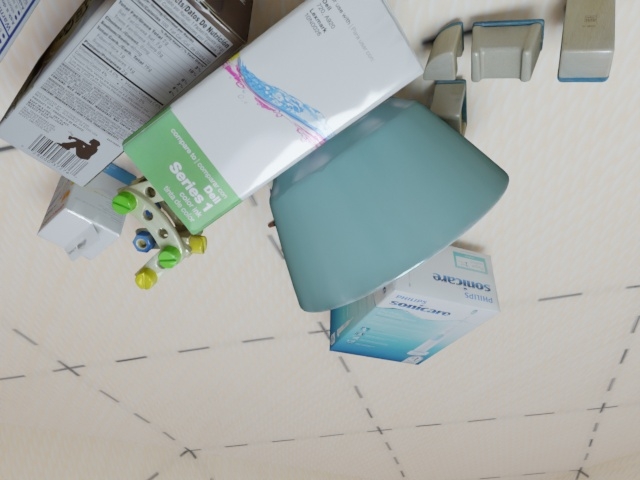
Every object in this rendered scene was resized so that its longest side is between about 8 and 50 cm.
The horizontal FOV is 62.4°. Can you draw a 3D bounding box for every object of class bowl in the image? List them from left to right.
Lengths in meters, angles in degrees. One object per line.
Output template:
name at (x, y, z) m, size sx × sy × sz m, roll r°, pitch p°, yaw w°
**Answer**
bowl at (0.058, -0.066, 0.672) m, size 0.311 × 0.311 × 0.163 m, roll -28°, pitch 100°, yaw 30°

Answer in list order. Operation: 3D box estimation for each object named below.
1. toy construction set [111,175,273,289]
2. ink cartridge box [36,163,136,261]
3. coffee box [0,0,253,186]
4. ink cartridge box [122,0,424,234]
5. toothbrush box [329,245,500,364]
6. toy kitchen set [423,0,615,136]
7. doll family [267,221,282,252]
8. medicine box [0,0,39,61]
toy construction set at (-0.157, -0.066, 0.788) m, size 0.327 × 0.151 × 0.215 m, roll -18°, pitch 108°, yaw 2°
ink cartridge box at (-0.360, -0.048, 0.817) m, size 0.092 × 0.143 × 0.090 m, roll -31°, pitch 132°, yaw 32°
coffee box at (-0.217, -0.216, 0.595) m, size 0.297 × 0.168 × 0.119 m, roll -30°, pitch 132°, yaw 30°
ink cartridge box at (-0.045, -0.151, 0.578) m, size 0.278 × 0.201 × 0.117 m, roll -34°, pitch 104°, yaw 10°
toothbrush box at (0.169, 0.127, 1.038) m, size 0.216 × 0.126 × 0.295 m, roll 12°, pitch 146°, yaw -16°
toy kitchen set at (0.251, -0.209, 0.684) m, size 0.207 × 0.122 × 0.166 m, roll 7°, pitch 145°, yaw 22°
doll family at (0.000, 0.000, 0.941) m, size 0.193 × 0.076 × 0.111 m, roll 2°, pitch 146°, yaw 1°
medicine box at (-0.344, -0.294, 0.398) m, size 0.149 × 0.289 × 0.263 m, roll -2°, pitch 141°, yaw 1°
